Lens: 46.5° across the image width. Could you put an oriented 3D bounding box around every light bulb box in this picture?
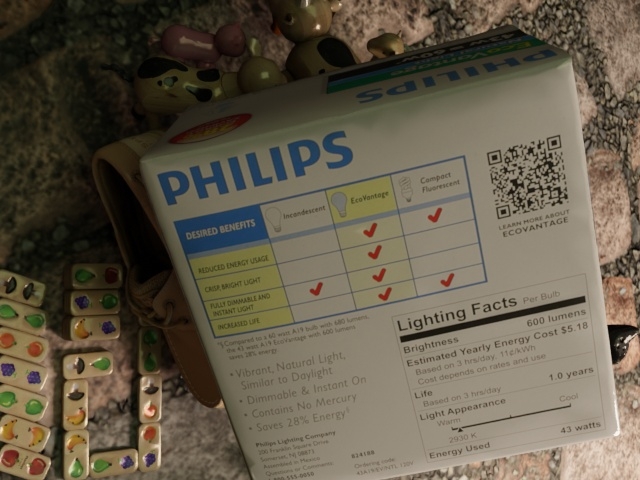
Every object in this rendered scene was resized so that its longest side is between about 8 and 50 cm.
[{"bbox_3d":[0.067,0.018,0.731,0.358,0.225,0.361,-13,112,6],"label":"light bulb box"}]

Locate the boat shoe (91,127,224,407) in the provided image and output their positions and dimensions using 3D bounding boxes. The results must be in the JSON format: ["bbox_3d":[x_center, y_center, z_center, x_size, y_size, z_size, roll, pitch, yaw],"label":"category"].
[{"bbox_3d":[-0.173,0.049,0.850,0.110,0.122,0.341,-30,107,-49],"label":"boat shoe"}]

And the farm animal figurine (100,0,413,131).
[{"bbox_3d":[-0.030,-0.204,0.883,0.327,0.172,0.330,39,59,0],"label":"farm animal figurine"}]

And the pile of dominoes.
[{"bbox_3d":[-0.269,0.152,0.849,0.196,0.040,0.251,1,87,-33],"label":"pile of dominoes"}]

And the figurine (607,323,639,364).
[{"bbox_3d":[0.368,0.211,1.164,0.092,0.209,0.215,44,66,-24],"label":"figurine"}]
